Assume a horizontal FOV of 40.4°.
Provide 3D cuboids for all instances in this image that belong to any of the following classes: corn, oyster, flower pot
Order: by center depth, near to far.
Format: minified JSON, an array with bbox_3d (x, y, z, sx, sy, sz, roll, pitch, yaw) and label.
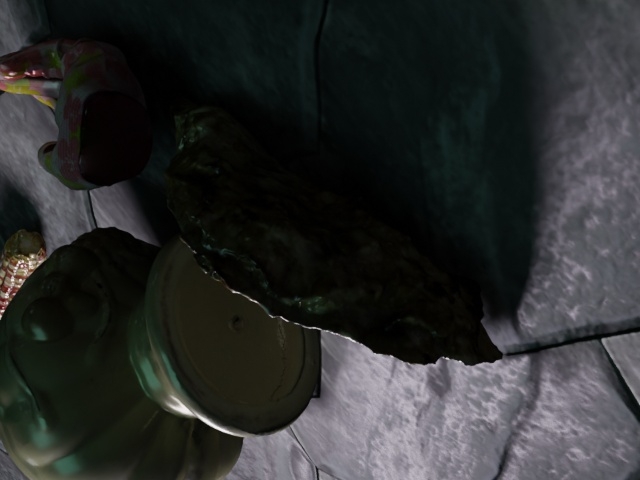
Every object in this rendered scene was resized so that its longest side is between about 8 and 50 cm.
[{"bbox_3d":[-0.018,-0.005,0.738,0.396,0.204,0.111,36,105,11],"label":"oyster"},{"bbox_3d":[-0.159,0.117,0.898,0.244,0.307,0.307,-26,104,34],"label":"flower pot"},{"bbox_3d":[-0.444,0.055,1.267,0.079,0.079,0.237,43,142,4],"label":"corn"}]

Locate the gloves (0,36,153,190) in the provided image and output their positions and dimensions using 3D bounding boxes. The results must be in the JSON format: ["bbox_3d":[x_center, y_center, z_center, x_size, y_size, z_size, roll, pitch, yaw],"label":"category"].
[{"bbox_3d":[-0.247,-0.135,0.883,0.241,0.126,0.145,46,160,52],"label":"gloves"}]
